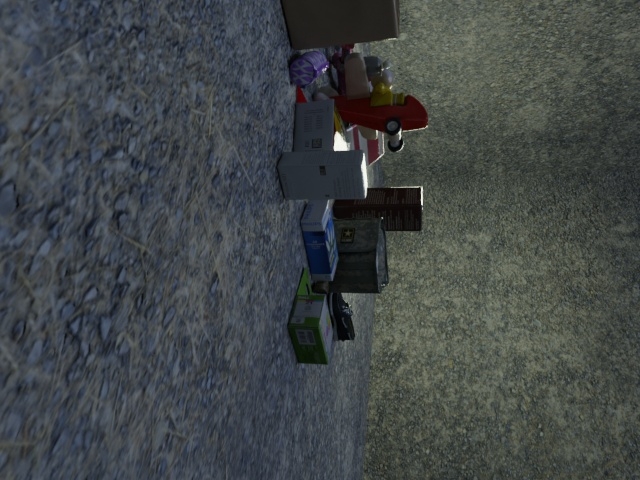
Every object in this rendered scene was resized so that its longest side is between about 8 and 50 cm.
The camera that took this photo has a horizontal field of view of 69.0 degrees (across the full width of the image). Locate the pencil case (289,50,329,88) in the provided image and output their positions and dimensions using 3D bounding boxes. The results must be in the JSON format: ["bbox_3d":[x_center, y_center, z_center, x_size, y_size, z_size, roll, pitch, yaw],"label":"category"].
[{"bbox_3d":[-0.032,-0.537,1.444,0.206,0.088,0.086,-71,160,-58],"label":"pencil case"}]

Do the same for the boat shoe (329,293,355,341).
[{"bbox_3d":[0.094,0.307,1.974,0.114,0.091,0.302,-76,161,-49],"label":"boat shoe"}]

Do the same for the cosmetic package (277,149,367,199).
[{"bbox_3d":[0.008,-0.179,1.280,0.085,0.231,0.117,-77,161,-47],"label":"cosmetic package"}]

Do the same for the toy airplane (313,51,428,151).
[{"bbox_3d":[0.169,-0.515,1.710,0.386,0.384,0.272,2,-115,63],"label":"toy airplane"}]

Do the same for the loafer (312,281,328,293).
[{"bbox_3d":[0.001,0.164,1.660,0.148,0.056,0.050,77,14,-79],"label":"loafer"}]

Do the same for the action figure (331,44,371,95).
[{"bbox_3d":[0.111,-0.685,1.997,0.275,0.248,0.370,-52,151,-20],"label":"action figure"}]

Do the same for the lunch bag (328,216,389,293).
[{"bbox_3d":[0.130,0.050,1.786,0.169,0.235,0.287,-25,111,-64],"label":"lunch bag"}]

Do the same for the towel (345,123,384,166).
[{"bbox_3d":[0.160,-0.409,2.032,0.329,0.037,0.237,-38,137,-30],"label":"towel"}]

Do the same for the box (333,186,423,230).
[{"bbox_3d":[0.261,-0.140,2.079,0.191,0.381,0.143,-70,158,-57],"label":"box"}]

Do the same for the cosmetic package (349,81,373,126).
[{"bbox_3d":[0.207,-0.686,2.315,0.284,0.097,0.377,-117,-161,-65],"label":"cosmetic package"}]

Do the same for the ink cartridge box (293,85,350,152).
[{"bbox_3d":[0.014,-0.330,1.550,0.309,0.130,0.272,44,46,-72],"label":"ink cartridge box"}]

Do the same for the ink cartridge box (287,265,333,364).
[{"bbox_3d":[-0.016,0.231,1.473,0.255,0.097,0.189,-76,161,-46],"label":"ink cartridge box"}]

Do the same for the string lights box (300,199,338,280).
[{"bbox_3d":[0.000,0.000,1.595,0.133,0.077,0.259,-73,158,-50],"label":"string lights box"}]

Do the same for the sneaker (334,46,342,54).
[{"bbox_3d":[0.106,-0.869,2.117,0.134,0.070,0.051,-65,150,-65],"label":"sneaker"}]

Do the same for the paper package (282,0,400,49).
[{"bbox_3d":[0.057,-0.724,1.306,0.309,0.325,0.168,76,18,-45],"label":"paper package"}]
